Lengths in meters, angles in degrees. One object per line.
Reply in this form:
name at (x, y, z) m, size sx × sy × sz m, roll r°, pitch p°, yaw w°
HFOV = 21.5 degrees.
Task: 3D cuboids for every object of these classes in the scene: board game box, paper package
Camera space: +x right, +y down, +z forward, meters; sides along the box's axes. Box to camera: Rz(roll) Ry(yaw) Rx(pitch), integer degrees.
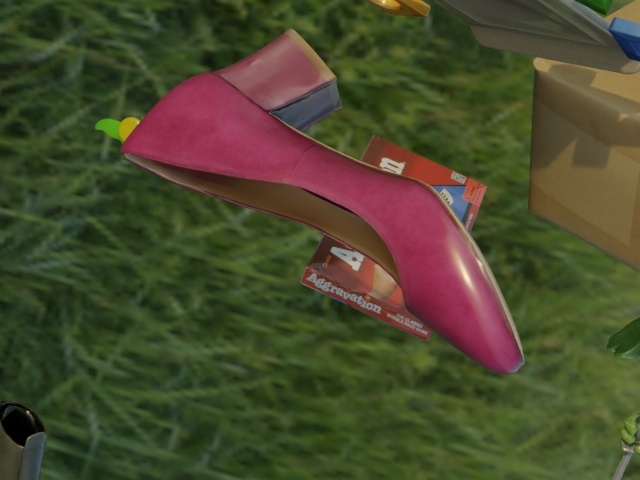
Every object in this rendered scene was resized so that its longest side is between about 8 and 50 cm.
board game box at (0.084, -0.010, 1.812) m, size 0.281 × 0.145 × 0.027 m, roll -64°, pitch 177°, yaw -54°
paper package at (0.393, -0.087, 1.495) m, size 0.309 × 0.325 × 0.168 m, roll -31°, pitch 135°, yaw -31°

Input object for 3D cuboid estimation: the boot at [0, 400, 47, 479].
boot at (-0.301, 0.180, 1.532) m, size 0.077 × 0.198 × 0.137 m, roll -18°, pitch 129°, yaw -40°

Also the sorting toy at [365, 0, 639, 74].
sorting toy at (0.141, -0.201, 1.321) m, size 0.196 × 0.347 × 0.047 m, roll 29°, pitch 82°, yaw -46°

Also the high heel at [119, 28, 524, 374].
high heel at (0.000, 0.000, 1.360) m, size 0.181 × 0.377 × 0.127 m, roll -34°, pitch 147°, yaw -8°

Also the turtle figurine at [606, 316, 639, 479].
turtle figurine at (0.379, 0.232, 1.804) m, size 0.266 × 0.274 × 0.198 m, roll 59°, pitch 25°, yaw -25°

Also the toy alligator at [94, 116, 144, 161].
toy alligator at (-0.147, -0.105, 1.778) m, size 0.056 × 0.189 × 0.051 m, roll -11°, pitch 100°, yaw -76°
